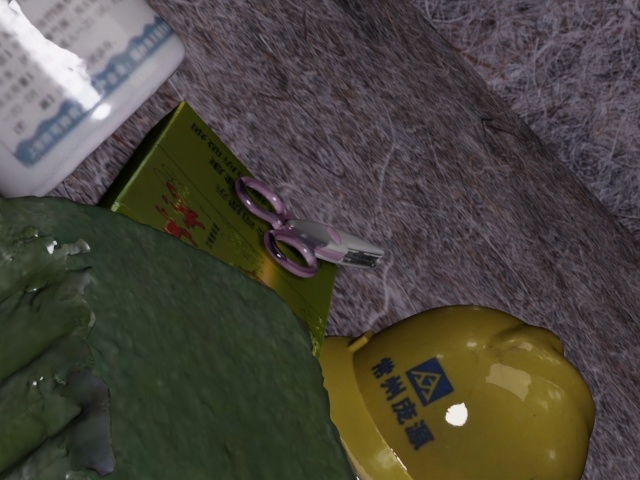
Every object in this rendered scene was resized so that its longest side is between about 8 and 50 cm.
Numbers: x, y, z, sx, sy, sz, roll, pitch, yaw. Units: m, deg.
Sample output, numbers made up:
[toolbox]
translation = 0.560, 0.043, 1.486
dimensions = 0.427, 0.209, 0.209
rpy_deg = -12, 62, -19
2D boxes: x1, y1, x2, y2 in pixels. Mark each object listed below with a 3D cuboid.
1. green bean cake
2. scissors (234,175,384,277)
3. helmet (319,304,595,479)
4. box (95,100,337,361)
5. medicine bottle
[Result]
[green bean cake]
translation = -0.075, 0.106, 0.646
dimensions = 0.222, 0.125, 0.227
rpy_deg = 32, 26, -51
[scissors]
translation = 0.000, 0.000, 1.083
dimensions = 0.176, 0.022, 0.085
rpy_deg = 18, 36, -59
[helmet]
translation = 0.116, 0.117, 1.090
dimensions = 0.257, 0.140, 0.205
rpy_deg = 31, 25, -54
[box]
translation = -0.068, 0.023, 0.971
dimensions = 0.173, 0.043, 0.311
rpy_deg = 47, 17, -11
[medicine bottle]
translation = -0.198, -0.144, 0.840
dimensions = 0.237, 0.139, 0.139
rpy_deg = 48, 17, -9
